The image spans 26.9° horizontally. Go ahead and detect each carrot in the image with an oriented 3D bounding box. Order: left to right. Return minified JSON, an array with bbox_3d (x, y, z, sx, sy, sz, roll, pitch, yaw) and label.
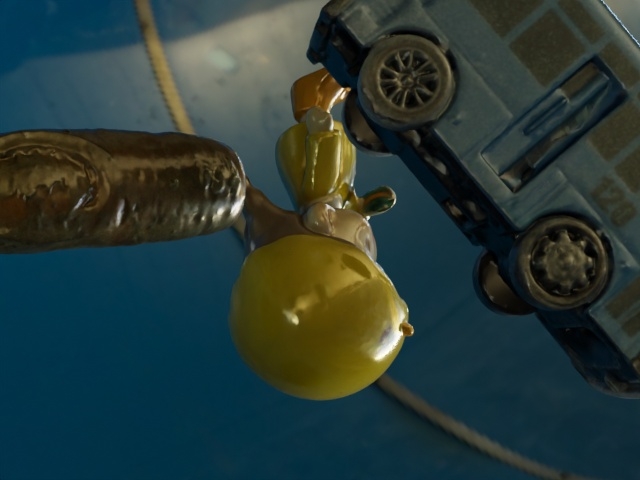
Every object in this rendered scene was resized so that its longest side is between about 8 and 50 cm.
[{"bbox_3d":[-0.196,-0.021,0.668,0.342,0.070,0.070,-4,-128,-27],"label":"carrot"}]

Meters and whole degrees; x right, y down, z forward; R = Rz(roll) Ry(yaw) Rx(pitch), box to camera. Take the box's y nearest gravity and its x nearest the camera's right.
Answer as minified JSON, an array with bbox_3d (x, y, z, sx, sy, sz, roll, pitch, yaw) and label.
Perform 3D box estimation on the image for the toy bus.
[{"bbox_3d":[0.111,-0.046,0.655,0.234,0.133,0.116,49,173,0],"label":"toy bus"}]

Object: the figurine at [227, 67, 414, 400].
[{"bbox_3d":[0.000,0.000,1.402,0.215,0.187,0.344,60,-155,-52],"label":"figurine"}]
